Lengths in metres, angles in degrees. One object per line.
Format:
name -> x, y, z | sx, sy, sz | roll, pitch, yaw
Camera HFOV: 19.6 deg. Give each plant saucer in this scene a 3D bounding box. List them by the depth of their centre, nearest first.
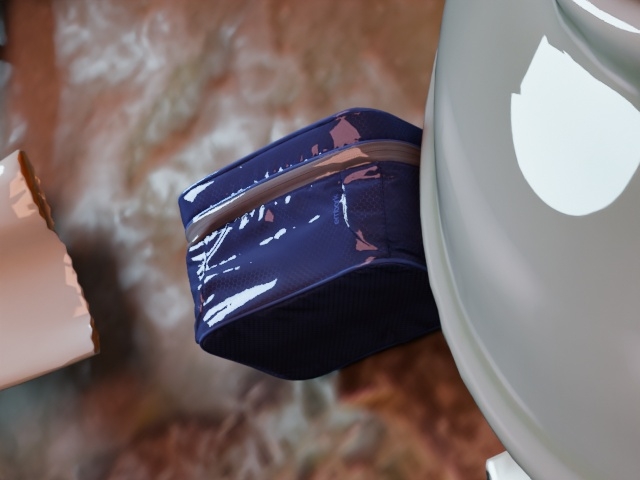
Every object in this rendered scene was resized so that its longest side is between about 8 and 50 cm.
plant saucer -> 0.160, -0.106, 0.443 | 0.400, 0.100, 0.400 | -30, 41, 30

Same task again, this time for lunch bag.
lunch bag -> 0.000, 0.000, 0.610 | 0.098, 0.067, 0.065 | -23, 61, 29

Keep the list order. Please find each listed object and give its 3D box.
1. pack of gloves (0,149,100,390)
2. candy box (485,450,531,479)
pack of gloves -> -0.171, 0.104, 0.679 | 0.232, 0.046, 0.195 | -29, 75, 25
candy box -> 0.130, 0.128, 0.426 | 0.159, 0.071, 0.233 | -28, 41, 25
